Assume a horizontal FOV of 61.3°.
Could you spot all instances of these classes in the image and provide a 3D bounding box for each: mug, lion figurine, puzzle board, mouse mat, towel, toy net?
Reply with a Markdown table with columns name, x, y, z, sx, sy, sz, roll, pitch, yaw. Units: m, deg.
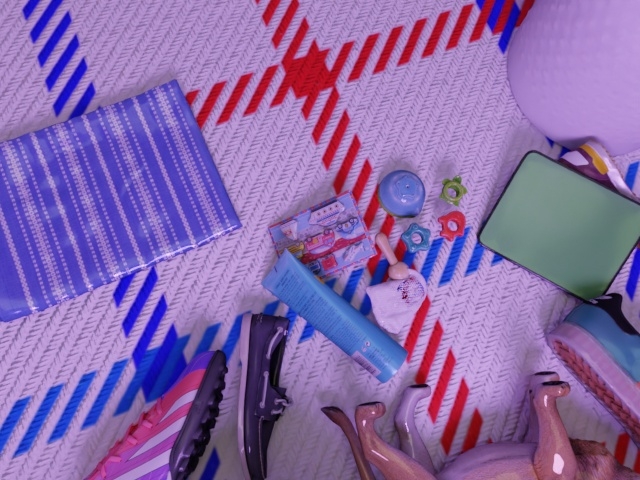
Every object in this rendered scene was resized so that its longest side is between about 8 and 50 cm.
| name | x | y | z | sx | sy | sz | roll | pitch | yaw |
| --- | --- | --- | --- | --- | --- | --- | --- | --- | --- |
| mug | 0.411 | -0.338 | 0.698 | 0.276 | 0.328 | 0.374 | -31 | 80 | -11 |
| lion figurine | 0.203 | 0.294 | 0.643 | 0.392 | 0.142 | 0.240 | -6 | 84 | 9 |
| puzzle board | 0.000 | 0.000 | 0.726 | 0.128 | 0.011 | 0.096 | -24 | 79 | 10 |
| mouse mat | 0.333 | -0.018 | 0.744 | 0.189 | 0.007 | 0.153 | 30 | 99 | 9 |
| towel | -0.306 | -0.062 | 0.726 | 0.335 | 0.040 | 0.243 | -23 | 80 | -10 |
| toy net | 0.127 | 0.015 | 0.739 | 0.122 | 0.045 | 0.232 | 12 | 77 | -3 |

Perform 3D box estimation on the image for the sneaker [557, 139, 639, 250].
| name | x | y | z | sx | sy | sz | roll | pitch | yaw |
| --- | --- | --- | --- | --- | --- | --- | --- | --- | --- |
| sneaker | 0.401 | -0.046 | 0.767 | 0.083 | 0.069 | 0.186 | -34 | 85 | 12 |

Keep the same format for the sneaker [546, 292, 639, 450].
| name | x | y | z | sx | sy | sz | roll | pitch | yaw |
| --- | --- | --- | --- | --- | --- | --- | --- | --- | --- |
| sneaker | 0.437 | 0.198 | 0.681 | 0.121 | 0.108 | 0.302 | -39 | 80 | -8 |

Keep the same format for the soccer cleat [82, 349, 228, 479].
| name | x | y | z | sx | sy | sz | roll | pitch | yaw |
| --- | --- | --- | --- | --- | --- | --- | --- | --- | --- |
| soccer cleat | -0.211 | 0.263 | 0.621 | 0.116 | 0.108 | 0.318 | 23 | 78 | 6 |

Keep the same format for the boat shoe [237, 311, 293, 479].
| name | x | y | z | sx | sy | sz | roll | pitch | yaw |
| --- | --- | --- | --- | --- | --- | --- | --- | --- | --- |
| boat shoe | -0.066 | 0.190 | 0.663 | 0.064 | 0.075 | 0.206 | -1 | 72 | -1 |

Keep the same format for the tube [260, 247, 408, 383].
| name | x | y | z | sx | sy | sz | roll | pitch | yaw |
| --- | --- | --- | --- | --- | --- | --- | --- | --- | --- |
| tube | 0.017 | 0.100 | 0.699 | 0.207 | 0.080 | 0.052 | 39 | 34 | 3 |
